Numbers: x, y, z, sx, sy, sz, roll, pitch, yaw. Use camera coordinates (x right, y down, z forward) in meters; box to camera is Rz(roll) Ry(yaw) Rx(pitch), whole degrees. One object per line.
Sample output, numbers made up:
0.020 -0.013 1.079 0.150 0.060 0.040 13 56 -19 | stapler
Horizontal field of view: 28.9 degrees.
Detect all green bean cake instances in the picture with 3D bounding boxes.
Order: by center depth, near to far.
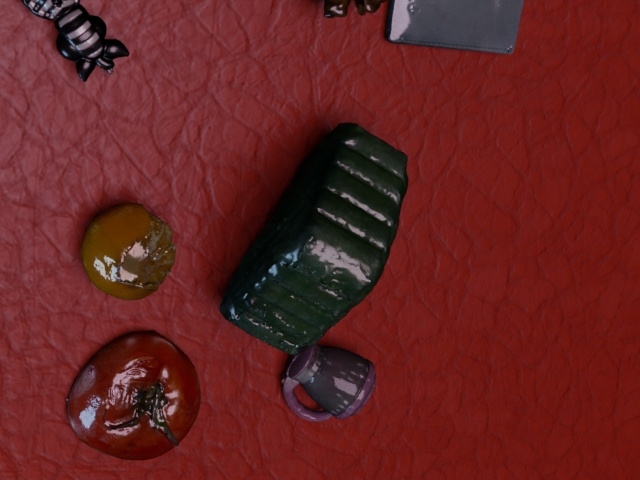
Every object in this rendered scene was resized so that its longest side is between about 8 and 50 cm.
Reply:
0.000 0.000 2.020 0.169 0.300 0.308 31 49 -14 | green bean cake

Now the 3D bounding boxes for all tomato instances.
-0.297 0.266 2.045 0.227 0.101 0.228 -5 103 -23 | tomato

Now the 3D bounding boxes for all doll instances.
-0.379 -0.340 1.863 0.091 0.067 0.219 -35 109 -7 | doll

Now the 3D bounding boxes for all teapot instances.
0.007 0.239 2.176 0.146 0.148 0.116 33 54 -16 | teapot

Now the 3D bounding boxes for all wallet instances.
0.239 -0.466 2.098 0.251 0.054 0.291 4 108 -20 | wallet

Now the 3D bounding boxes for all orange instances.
-0.300 0.021 1.959 0.156 0.134 0.157 -6 115 -12 | orange

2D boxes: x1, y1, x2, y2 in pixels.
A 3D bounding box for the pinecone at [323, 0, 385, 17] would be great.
0.073 -0.486 1.927 0.244 0.244 0.309 24 107 -26 | pinecone
